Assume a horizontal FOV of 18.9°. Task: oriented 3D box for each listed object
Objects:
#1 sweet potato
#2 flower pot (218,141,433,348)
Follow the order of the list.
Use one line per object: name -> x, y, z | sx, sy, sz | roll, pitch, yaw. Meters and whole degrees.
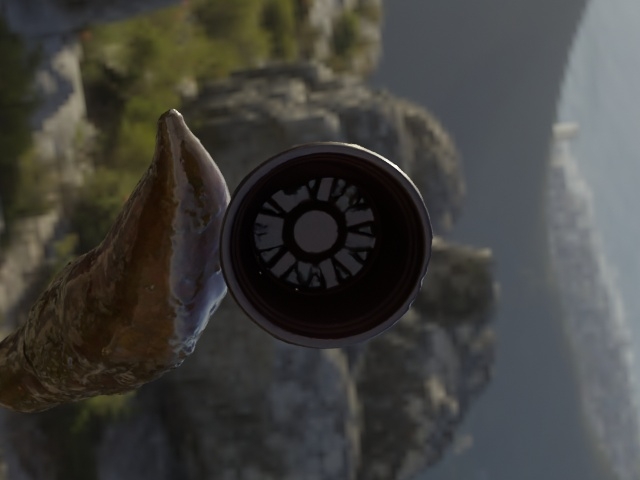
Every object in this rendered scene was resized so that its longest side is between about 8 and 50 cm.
sweet potato -> -0.128, 0.047, 1.214 | 0.095, 0.354, 0.106 | -35, 82, -38
flower pot -> 0.000, 0.000, 1.035 | 0.089, 0.111, 0.111 | -135, -142, -85
